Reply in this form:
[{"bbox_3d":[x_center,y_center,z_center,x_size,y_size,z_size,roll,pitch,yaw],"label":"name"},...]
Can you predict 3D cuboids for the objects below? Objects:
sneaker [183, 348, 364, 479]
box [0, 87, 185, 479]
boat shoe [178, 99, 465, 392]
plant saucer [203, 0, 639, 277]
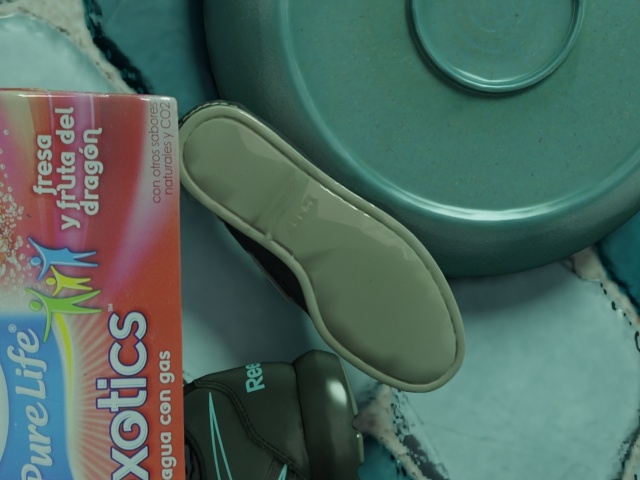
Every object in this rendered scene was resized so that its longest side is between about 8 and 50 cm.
[{"bbox_3d":[-0.025,0.195,0.998,0.106,0.101,0.267,-5,86,-7],"label":"sneaker"},{"bbox_3d":[-0.156,0.083,0.897,0.142,0.154,0.300,0,87,-26],"label":"box"},{"bbox_3d":[0.000,0.000,1.024,0.206,0.065,0.075,44,92,-14],"label":"boat shoe"},{"bbox_3d":[0.094,-0.134,1.048,0.317,0.044,0.318,-1,96,-13],"label":"plant saucer"}]
